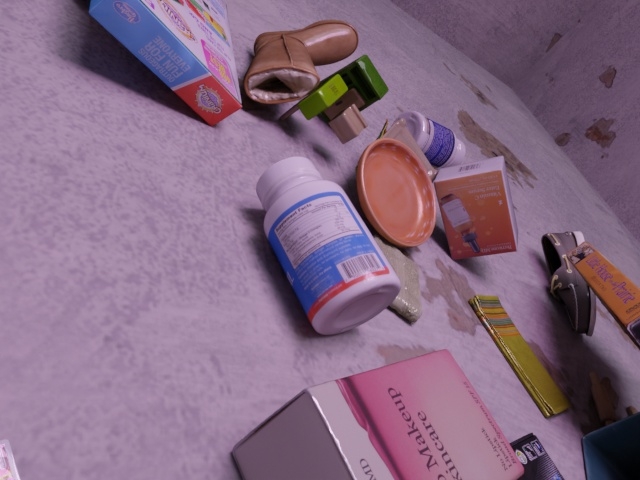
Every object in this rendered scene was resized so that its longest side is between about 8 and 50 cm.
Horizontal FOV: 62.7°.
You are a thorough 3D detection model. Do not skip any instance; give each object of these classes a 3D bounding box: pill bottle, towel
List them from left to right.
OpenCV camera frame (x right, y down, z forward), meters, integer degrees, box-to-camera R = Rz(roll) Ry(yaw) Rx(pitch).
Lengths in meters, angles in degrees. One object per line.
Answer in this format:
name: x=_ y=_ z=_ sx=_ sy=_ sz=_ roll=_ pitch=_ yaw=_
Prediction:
pill bottle: x=0.000 y=0.000 z=0.689 sx=0.124 sy=0.124 sz=0.222 roll=3 pitch=49 yaw=-46
towel: x=0.117 y=0.056 z=0.844 sx=0.110 sy=0.027 sz=0.148 roll=33 pitch=33 yaw=-14
pill bottle: x=0.265 y=-0.234 z=1.278 sx=0.186 sy=0.112 sz=0.112 roll=13 pitch=42 yaw=-39
towel: x=0.361 y=0.199 z=0.950 sx=0.102 sy=0.021 sz=0.237 roll=4 pitch=49 yaw=-45

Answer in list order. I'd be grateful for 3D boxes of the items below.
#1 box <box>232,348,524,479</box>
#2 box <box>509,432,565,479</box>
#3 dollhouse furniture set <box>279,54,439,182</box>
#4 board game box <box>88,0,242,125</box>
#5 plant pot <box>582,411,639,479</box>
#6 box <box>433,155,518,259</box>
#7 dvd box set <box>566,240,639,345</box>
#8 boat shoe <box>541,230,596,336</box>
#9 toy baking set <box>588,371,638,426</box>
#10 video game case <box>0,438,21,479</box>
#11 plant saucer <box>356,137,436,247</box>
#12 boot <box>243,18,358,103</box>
box: x=0.062 y=0.210 z=0.500 sx=0.232 sy=0.127 sz=0.149 roll=1 pitch=51 yaw=-48
box: x=0.265 y=0.348 z=0.641 sx=0.184 sy=0.045 sz=0.191 roll=8 pitch=45 yaw=-46
dollhouse furniture set: x=0.076 y=-0.176 z=1.045 sx=0.302 sy=0.151 sz=0.198 roll=53 pitch=50 yaw=-16
board game box: x=-0.235 y=-0.368 z=0.829 sx=0.242 sy=0.064 sz=0.317 roll=42 pitch=27 yaw=-47
plant pot: x=0.549 y=0.402 z=0.790 sx=0.234 sy=0.165 sz=0.166 roll=46 pitch=31 yaw=-5
box: x=0.310 y=-0.063 z=1.040 sx=0.091 sy=0.129 sz=0.171 roll=-51 pitch=126 yaw=-58
dvd box set: x=0.606 y=0.178 z=0.960 sx=0.308 sy=0.062 sz=0.420 roll=51 pitch=19 yaw=-3
boat shoe: x=0.597 y=0.097 z=1.269 sx=0.091 sy=0.109 sz=0.305 roll=3 pitch=47 yaw=11
toy baking set: x=0.599 y=0.369 z=1.000 sx=0.196 sy=0.030 sz=0.256 roll=38 pitch=32 yaw=-7
video game case: x=-0.241 y=0.179 z=0.312 sx=0.122 sy=0.011 sz=0.087 roll=-4 pitch=54 yaw=-50
plant saucer: x=0.132 y=-0.083 z=0.935 sx=0.199 sy=0.037 sz=0.200 roll=16 pitch=65 yaw=-38
boot: x=-0.026 y=-0.344 z=1.016 sx=0.235 sy=0.089 sz=0.270 roll=-10 pitch=33 yaw=1
